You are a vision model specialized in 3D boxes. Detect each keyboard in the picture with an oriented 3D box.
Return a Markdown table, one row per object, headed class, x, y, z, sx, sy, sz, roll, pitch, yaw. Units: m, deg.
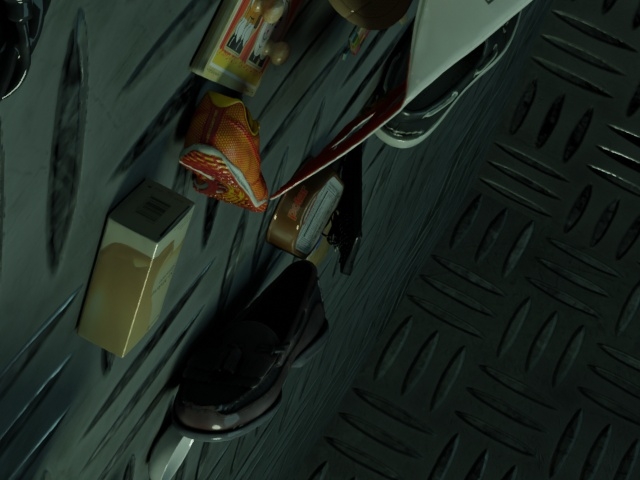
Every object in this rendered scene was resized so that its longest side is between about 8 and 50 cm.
| class | x | y | z | sx | sy | sz | roll | pitch | yaw |
| --- | --- | --- | --- | --- | --- | --- | --- | --- | --- |
| keyboard | 0.023 | -0.036 | 1.680 | 0.192 | 0.038 | 0.100 | -87 | -171 | -50 |

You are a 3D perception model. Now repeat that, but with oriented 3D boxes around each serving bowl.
| class | x | y | z | sx | sy | sz | roll | pitch | yaw |
| --- | --- | --- | --- | --- | --- | --- | --- | --- | --- |
| serving bowl | -0.162 | 0.224 | 1.534 | 0.083 | 0.027 | 0.083 | -60 | 171 | -16 |

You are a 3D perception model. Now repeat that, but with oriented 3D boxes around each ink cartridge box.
| class | x | y | z | sx | sy | sz | roll | pitch | yaw |
| --- | --- | --- | --- | --- | --- | --- | --- | --- | --- |
| ink cartridge box | 0.113 | -0.207 | 1.140 | 0.385 | 0.091 | 0.308 | -37 | -175 | 20 |

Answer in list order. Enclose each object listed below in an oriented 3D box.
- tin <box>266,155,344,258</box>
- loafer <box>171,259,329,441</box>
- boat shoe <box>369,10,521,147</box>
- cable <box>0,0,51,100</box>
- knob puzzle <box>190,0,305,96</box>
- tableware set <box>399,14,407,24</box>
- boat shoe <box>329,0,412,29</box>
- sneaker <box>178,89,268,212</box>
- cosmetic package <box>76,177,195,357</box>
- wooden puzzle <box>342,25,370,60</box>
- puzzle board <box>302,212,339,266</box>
| class | x | y | z | sx | sy | sz | roll | pitch | yaw |
| --- | --- | --- | --- | --- | --- | --- | --- | --- | --- |
| tin | -0.014 | -0.034 | 1.580 | 0.190 | 0.040 | 0.106 | 34 | 80 | -82 |
| loafer | -0.073 | 0.108 | 1.507 | 0.302 | 0.109 | 0.095 | -43 | 139 | -61 |
| boat shoe | 0.168 | -0.244 | 1.732 | 0.302 | 0.114 | 0.091 | -60 | 177 | -20 |
| cable | -0.140 | -0.110 | 0.534 | 0.184 | 0.047 | 0.150 | 97 | 17 | -62 |
| knob puzzle | -0.018 | -0.194 | 1.032 | 0.213 | 0.030 | 0.213 | -60 | 171 | -15 |
| tableware set | 0.095 | -0.297 | 1.376 | 0.128 | 0.039 | 0.194 | -50 | 166 | -2 |
| boat shoe | 0.089 | -0.298 | 1.132 | 0.285 | 0.103 | 0.092 | -64 | 178 | 39 |
| sneaker | -0.063 | -0.064 | 1.079 | 0.175 | 0.064 | 0.067 | 92 | 17 | -78 |
| cosmetic package | -0.130 | 0.020 | 1.004 | 0.060 | 0.041 | 0.115 | -53 | 168 | -50 |
| wooden puzzle | 0.044 | -0.215 | 1.432 | 0.083 | 0.006 | 0.049 | -61 | 172 | -7 |
| puzzle board | 0.000 | 0.000 | 1.863 | 0.096 | 0.011 | 0.128 | -53 | 167 | -43 |
